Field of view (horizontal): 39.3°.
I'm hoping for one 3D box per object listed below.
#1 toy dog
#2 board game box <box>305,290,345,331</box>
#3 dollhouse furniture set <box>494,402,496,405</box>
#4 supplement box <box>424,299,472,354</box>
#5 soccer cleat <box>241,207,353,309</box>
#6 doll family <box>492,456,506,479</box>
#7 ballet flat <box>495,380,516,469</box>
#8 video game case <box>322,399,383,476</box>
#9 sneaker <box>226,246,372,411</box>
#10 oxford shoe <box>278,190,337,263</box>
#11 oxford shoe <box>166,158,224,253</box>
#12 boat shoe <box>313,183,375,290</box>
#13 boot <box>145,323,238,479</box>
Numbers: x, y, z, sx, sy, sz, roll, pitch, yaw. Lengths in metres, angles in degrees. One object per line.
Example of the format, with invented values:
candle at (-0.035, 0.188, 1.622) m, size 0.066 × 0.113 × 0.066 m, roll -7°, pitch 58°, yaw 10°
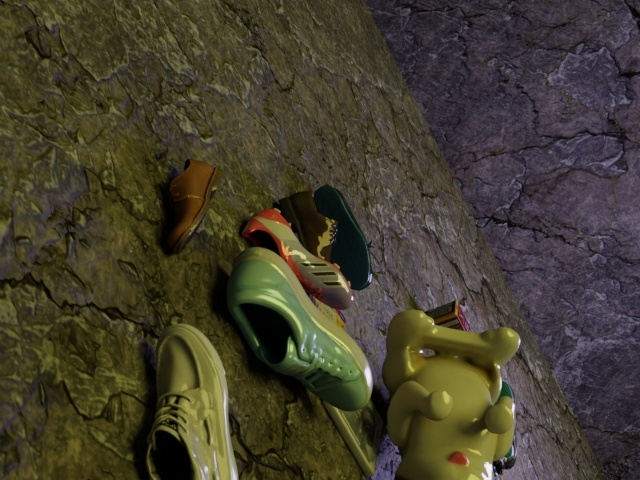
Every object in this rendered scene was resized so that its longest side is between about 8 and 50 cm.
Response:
toy dog at (0.232, 0.402, 1.815) m, size 0.284 × 0.395 × 0.408 m, roll 19°, pitch 43°, yaw -15°
board game box at (-0.007, 0.174, 1.725) m, size 0.147 × 0.045 × 0.193 m, roll 55°, pitch 23°, yaw -31°
dollhouse furniture set at (0.336, 0.416, 2.268) m, size 0.242 × 0.161 × 0.212 m, roll 91°, pitch -10°, yaw -60°
supplement box at (0.374, 0.278, 2.524) m, size 0.188 × 0.104 × 0.081 m, roll 62°, pitch 20°, yaw -17°
soccer cleat at (-0.044, 0.047, 1.662) m, size 0.248 × 0.083 × 0.095 m, roll 47°, pitch 41°, yaw -2°
doll family at (0.478, 0.607, 2.489) m, size 0.111 × 0.076 × 0.193 m, roll -31°, pitch 101°, yaw -75°
ballet flat at (0.550, 0.566, 2.713) m, size 0.096 × 0.095 × 0.280 m, roll 62°, pitch 28°, yaw -45°
video game case at (0.068, 0.342, 1.776) m, size 0.190 × 0.022 × 0.173 m, roll 61°, pitch 20°, yaw -18°
sneaker at (-0.045, 0.189, 1.513) m, size 0.366 × 0.135 × 0.150 m, roll 49°, pitch 32°, yaw -21°
oxford shoe at (0.000, 0.000, 1.814) m, size 0.083 × 0.096 × 0.227 m, roll 69°, pitch -2°, yaw -81°
oxford shoe at (-0.217, -0.057, 1.425) m, size 0.076 × 0.076 × 0.212 m, roll 28°, pitch 35°, yaw -14°
boat shoe at (0.068, -0.009, 2.036) m, size 0.089 × 0.109 × 0.258 m, roll 26°, pitch 47°, yaw -67°
boot at (-0.175, 0.229, 1.147) m, size 0.123 × 0.095 × 0.258 m, roll 26°, pitch 46°, yaw -72°
